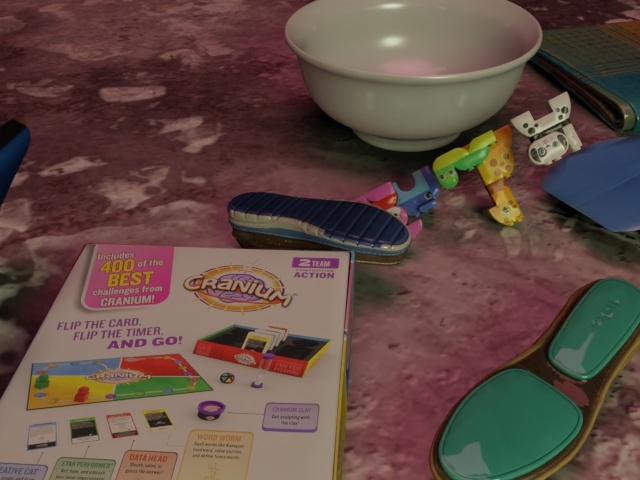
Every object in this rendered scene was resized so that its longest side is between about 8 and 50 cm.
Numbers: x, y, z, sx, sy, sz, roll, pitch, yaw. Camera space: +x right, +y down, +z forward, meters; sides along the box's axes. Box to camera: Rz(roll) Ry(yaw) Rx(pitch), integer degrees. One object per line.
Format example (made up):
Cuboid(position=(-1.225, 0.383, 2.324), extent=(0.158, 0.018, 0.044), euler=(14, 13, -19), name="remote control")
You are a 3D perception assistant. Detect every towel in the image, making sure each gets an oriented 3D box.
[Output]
Cuboid(position=(0.496, -0.243, 1.049), extent=(0.370, 0.040, 0.271), euler=(-10, 38, -15), name="towel")

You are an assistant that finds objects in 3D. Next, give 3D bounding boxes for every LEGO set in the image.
Cuboid(position=(0.152, -0.047, 0.750), extent=(0.227, 0.093, 0.087), euler=(-27, -1, 9), name="LEGO set")

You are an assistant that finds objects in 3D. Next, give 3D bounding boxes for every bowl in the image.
Cuboid(position=(0.108, -0.199, 0.919), extent=(0.298, 0.134, 0.297), euler=(-1, 37, 1), name="bowl")

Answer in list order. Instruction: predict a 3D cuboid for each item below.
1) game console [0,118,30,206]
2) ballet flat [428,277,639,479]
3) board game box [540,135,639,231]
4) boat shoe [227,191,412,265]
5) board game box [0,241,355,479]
Cuboid(position=(-0.371, 0.012, 0.562), extent=(0.173, 0.250, 0.293), euler=(27, 15, -16), name="game console")
Cuboid(position=(0.164, 0.115, 0.544), extent=(0.232, 0.073, 0.080), euler=(-34, 55, -28), name="ballet flat")
Cuboid(position=(0.314, -0.050, 0.768), extent=(0.133, 0.033, 0.168), euler=(-27, 33, -9), name="board game box")
Cuboid(position=(0.000, 0.000, 0.707), extent=(0.183, 0.066, 0.066), euler=(13, 36, 28), name="boat shoe")
Cuboid(position=(-0.100, 0.121, 0.548), extent=(0.242, 0.064, 0.316), euler=(2, 36, 5), name="board game box")
